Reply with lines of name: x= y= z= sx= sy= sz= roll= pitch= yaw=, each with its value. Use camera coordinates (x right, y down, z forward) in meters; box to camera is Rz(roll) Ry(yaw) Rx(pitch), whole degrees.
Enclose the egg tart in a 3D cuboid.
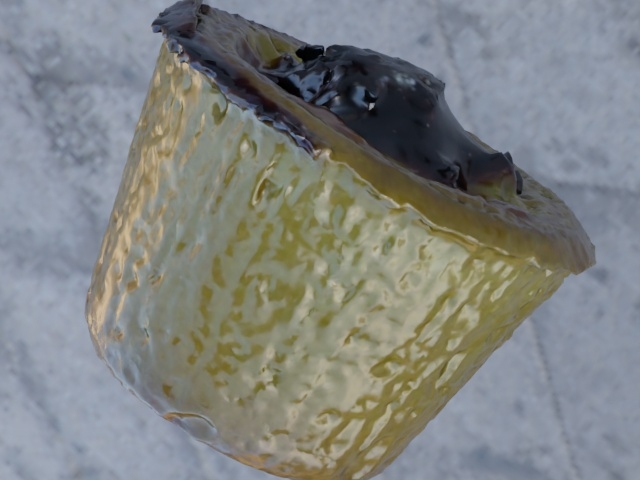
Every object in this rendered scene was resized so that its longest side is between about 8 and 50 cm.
egg tart: x=0.000 y=0.000 z=0.719 sx=0.215 sy=0.215 sz=0.170 roll=32 pitch=103 yaw=15
